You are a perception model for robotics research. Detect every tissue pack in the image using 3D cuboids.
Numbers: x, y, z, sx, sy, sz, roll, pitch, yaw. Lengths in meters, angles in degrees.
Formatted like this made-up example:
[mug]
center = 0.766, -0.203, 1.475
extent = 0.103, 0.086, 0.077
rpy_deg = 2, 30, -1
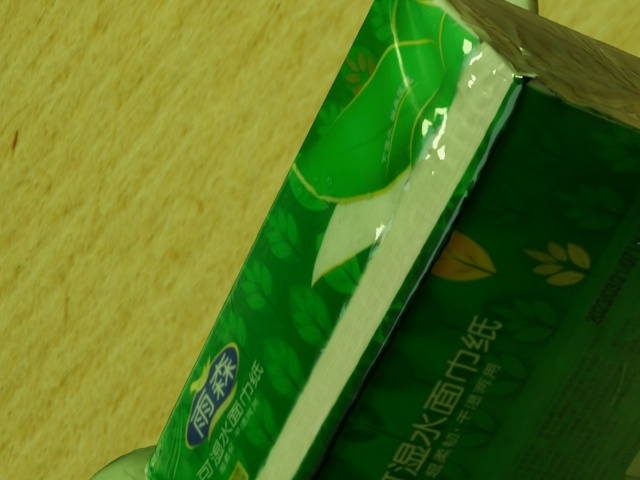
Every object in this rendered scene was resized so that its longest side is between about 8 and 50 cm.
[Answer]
[tissue pack]
center = 0.046, 0.022, 0.609
extent = 0.209, 0.148, 0.156
rpy_deg = -63, 33, 20

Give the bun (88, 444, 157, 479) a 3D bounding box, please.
[bun]
center = -0.039, 0.178, 0.703
extent = 0.195, 0.118, 0.195
rpy_deg = -13, 74, 54
